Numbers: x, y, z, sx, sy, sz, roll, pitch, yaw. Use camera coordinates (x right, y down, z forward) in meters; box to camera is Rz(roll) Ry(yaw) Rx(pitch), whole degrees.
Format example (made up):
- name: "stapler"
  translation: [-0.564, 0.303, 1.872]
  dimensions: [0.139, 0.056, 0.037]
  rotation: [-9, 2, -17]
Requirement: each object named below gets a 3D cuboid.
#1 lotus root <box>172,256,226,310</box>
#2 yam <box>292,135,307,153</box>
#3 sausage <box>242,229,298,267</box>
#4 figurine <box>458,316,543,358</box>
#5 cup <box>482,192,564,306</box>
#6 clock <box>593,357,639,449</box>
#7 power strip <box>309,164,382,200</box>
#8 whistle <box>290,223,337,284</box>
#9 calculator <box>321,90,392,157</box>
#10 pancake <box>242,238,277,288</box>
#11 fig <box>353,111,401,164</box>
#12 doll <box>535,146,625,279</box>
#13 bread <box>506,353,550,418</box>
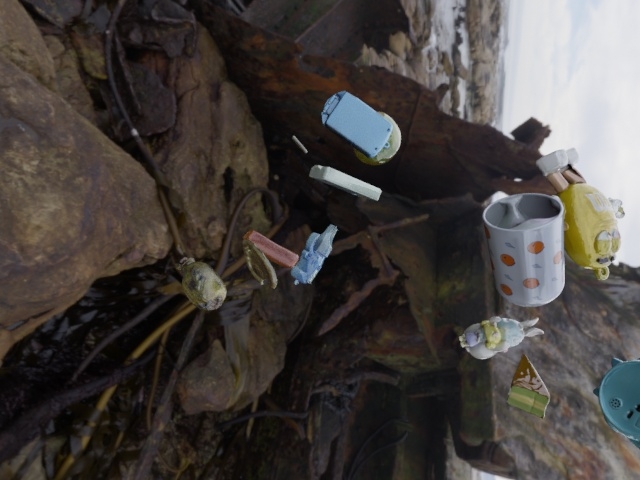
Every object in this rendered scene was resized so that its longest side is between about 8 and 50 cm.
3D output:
- name: "lotus root"
  translation: [-0.477, 0.159, 1.605]
  dimensions: [0.154, 0.278, 0.154]
  rotation: [-35, 150, -24]
- name: "yam"
  translation: [-0.113, -0.522, 2.207]
  dimensions: [0.116, 0.021, 0.021]
  rotation: [49, 34, -4]
- name: "sausage"
  translation: [-0.232, 0.046, 1.932]
  dimensions: [0.300, 0.083, 0.089]
  rotation: [30, 82, -21]
- name: "figurine"
  translation: [0.613, 0.317, 1.383]
  dimensions: [0.155, 0.236, 0.127]
  rotation: [29, 45, -28]
- name: "cup"
  translation: [0.635, 0.042, 1.259]
  dimensions: [0.212, 0.213, 0.317]
  rotation: [-58, 136, -48]
- name: "clock"
  translation: [0.804, 0.401, 0.994]
  dimensions: [0.223, 0.094, 0.274]
  rotation: [-63, -161, 4]
- name: "power strip"
  translation: [0.089, -0.198, 1.414]
  dimensions: [0.271, 0.118, 0.046]
  rotation: [17, 91, -32]
- name: "whistle"
  translation: [-0.021, 0.055, 1.532]
  dimensions: [0.269, 0.093, 0.180]
  rotation: [-58, 156, -8]
- name: "calculator"
  translation: [0.144, -0.444, 1.549]
  dimensions: [0.172, 0.293, 0.051]
  rotation: [-57, -173, -7]
- name: "pancake"
  translation: [-0.237, 0.089, 1.548]
  dimensions: [0.029, 0.235, 0.211]
  rotation: [-30, 102, -26]
- name: "fig"
  translation: [0.251, -0.436, 1.730]
  dimensions: [0.230, 0.207, 0.207]
  rotation: [-53, -174, 44]
- name: "doll"
  translation: [0.867, -0.122, 1.348]
  dimensions: [0.423, 0.161, 0.348]
  rotation: [46, 64, -4]
- name: "bread"
  translation: [0.525, 0.356, 1.005]
  dimensions: [0.139, 0.084, 0.073]
  rotation: [-29, 127, -50]
